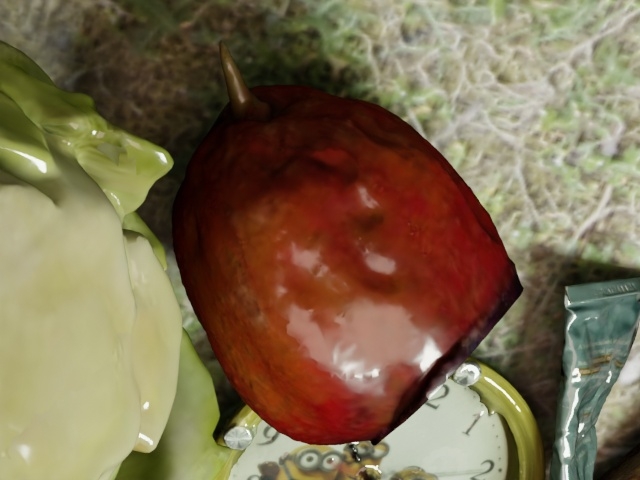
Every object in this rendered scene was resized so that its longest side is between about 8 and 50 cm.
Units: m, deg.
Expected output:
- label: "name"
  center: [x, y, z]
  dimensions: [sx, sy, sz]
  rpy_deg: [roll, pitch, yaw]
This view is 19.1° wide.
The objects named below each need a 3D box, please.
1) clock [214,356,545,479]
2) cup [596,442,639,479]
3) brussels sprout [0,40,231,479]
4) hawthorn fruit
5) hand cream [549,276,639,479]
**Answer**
- label: "clock"
  center: [0.031, 0.156, 1.257]
  dimensions: [0.237, 0.057, 0.237]
  rpy_deg: [-5, 119, -9]
- label: "cup"
  center: [0.311, 0.206, 1.258]
  dimensions: [0.239, 0.166, 0.177]
  rpy_deg: [12, 115, -15]
- label: "brussels sprout"
  center: [-0.282, 0.062, 1.015]
  dimensions: [0.361, 0.342, 0.425]
  rpy_deg: [1, 120, 34]
- label: "hawthorn fruit"
  center: [0.000, 0.000, 1.087]
  dimensions: [0.189, 0.189, 0.251]
  rpy_deg: [-29, 114, 11]
- label: "hand cream"
  center: [0.177, 0.143, 1.241]
  dimensions: [0.052, 0.075, 0.248]
  rpy_deg: [18, 113, 28]
